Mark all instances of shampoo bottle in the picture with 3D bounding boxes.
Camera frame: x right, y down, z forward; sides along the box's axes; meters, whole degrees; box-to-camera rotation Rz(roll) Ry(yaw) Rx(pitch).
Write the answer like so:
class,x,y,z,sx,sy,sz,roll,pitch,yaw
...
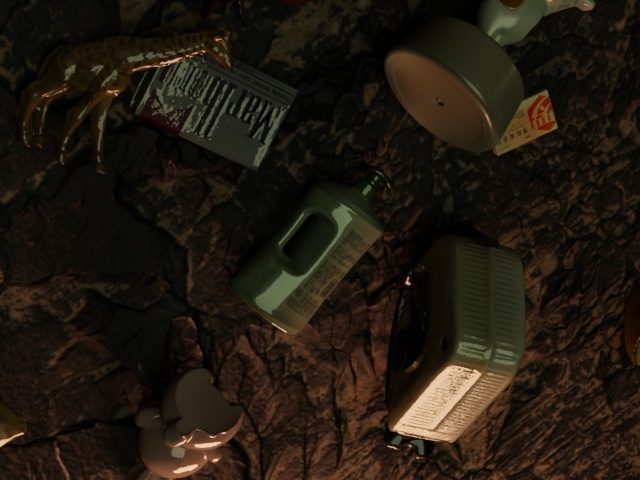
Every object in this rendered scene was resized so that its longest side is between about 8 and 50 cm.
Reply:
class,x,y,z,sx,sy,sz,roll,pitch,yaw
shampoo bottle,0.000,0.000,1.982,0.118,0.087,0.234,39,93,-29

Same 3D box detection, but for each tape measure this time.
class,x,y,z,sx,sy,sz,roll,pitch,yaw
tape measure,0.156,0.117,2.027,0.133,0.231,0.271,11,144,-13

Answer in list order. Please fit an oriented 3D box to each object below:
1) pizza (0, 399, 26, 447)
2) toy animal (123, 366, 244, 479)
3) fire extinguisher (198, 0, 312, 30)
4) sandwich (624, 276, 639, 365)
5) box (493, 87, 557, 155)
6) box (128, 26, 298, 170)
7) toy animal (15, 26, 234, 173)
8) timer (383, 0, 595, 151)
class,x,y,z,sx,sy,sz,roll,pitch,yaw
pizza,-0.512,0.286,1.914,0.297,0.071,0.189,-44,119,1
toy animal,-0.191,0.256,2.015,0.124,0.124,0.212,17,136,-25
fire extinguisher,0.020,-0.323,1.864,0.337,0.106,0.147,-10,138,-15
sandwich,0.498,0.069,2.196,0.090,0.088,0.244,22,105,-17
box,0.261,-0.156,2.058,0.093,0.015,0.058,-24,115,-9
box,-0.128,-0.169,1.898,0.177,0.036,0.115,25,99,-27
toy animal,-0.233,-0.185,1.819,0.275,0.054,0.149,-39,98,5
timer,0.225,-0.261,1.950,0.266,0.175,0.175,-49,120,-18
